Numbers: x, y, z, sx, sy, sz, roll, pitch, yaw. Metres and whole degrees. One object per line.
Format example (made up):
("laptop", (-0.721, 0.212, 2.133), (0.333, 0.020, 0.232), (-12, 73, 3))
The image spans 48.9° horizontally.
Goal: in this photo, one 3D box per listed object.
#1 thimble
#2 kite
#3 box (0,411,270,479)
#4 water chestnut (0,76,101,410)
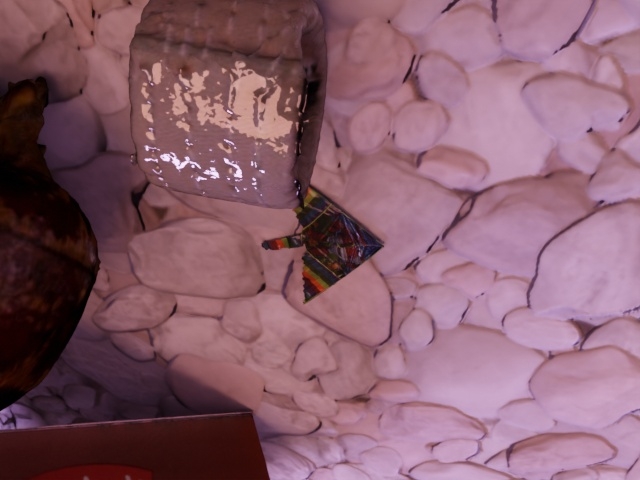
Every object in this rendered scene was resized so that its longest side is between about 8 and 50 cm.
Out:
("thimble", (-0.044, -0.074, 0.379), (0.090, 0.102, 0.115), (10, 156, 8))
("kite", (0.000, 0.000, 0.494), (0.090, 0.004, 0.122), (-1, 128, 17))
("box", (-0.286, 0.285, 0.621), (0.344, 0.122, 0.385), (8, 143, -42))
("water chestnut", (-0.242, -0.002, 0.436), (0.223, 0.238, 0.224), (18, 171, 3))
